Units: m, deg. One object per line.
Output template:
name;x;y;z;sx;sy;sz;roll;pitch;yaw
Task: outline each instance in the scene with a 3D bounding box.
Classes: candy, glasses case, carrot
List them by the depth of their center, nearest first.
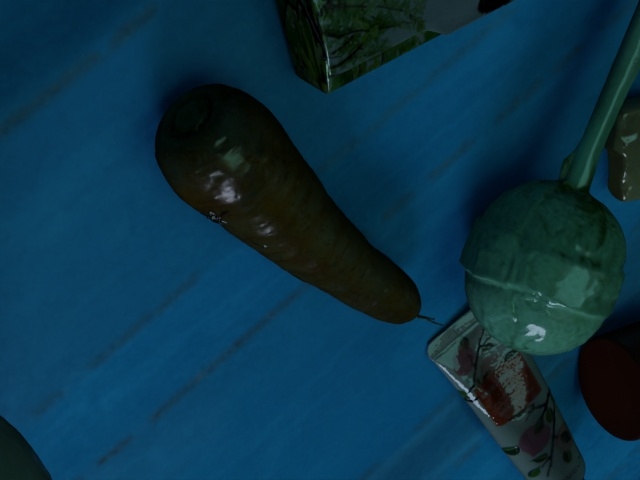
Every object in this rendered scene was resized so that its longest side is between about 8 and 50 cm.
glasses case;0.099;-0.193;0.761;0.272;0.062;0.095;-30;127;-17
carrot;0.000;0.000;0.797;0.078;0.078;0.298;-50;134;-1
candy;0.218;-0.124;0.860;0.119;0.119;0.440;14;100;-38

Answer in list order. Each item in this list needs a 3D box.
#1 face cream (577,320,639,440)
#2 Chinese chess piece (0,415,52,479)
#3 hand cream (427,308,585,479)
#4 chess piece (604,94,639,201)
face cream;0.338;0.100;1.053;0.214;0.096;0.096;-15;122;-26
Chinese chess piece;-0.288;0.195;0.583;0.338;0.141;0.338;-13;145;-9
hand cream;0.167;0.141;0.999;0.080;0.050;0.234;-38;123;-6
chess piece;0.317;-0.089;0.959;0.200;0.090;0.090;-12;120;-16
